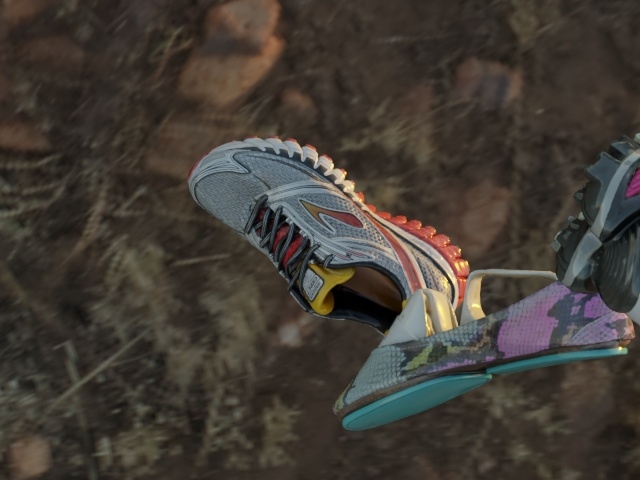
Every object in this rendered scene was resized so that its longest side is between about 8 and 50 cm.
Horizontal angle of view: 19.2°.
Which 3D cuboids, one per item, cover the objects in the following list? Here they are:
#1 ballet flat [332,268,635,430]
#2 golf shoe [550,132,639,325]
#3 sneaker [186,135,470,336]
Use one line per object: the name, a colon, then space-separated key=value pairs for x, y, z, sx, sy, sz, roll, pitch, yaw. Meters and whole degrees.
ballet flat: x=0.099 y=0.061 z=1.227 sx=0.077 sy=0.221 sz=0.079 roll=5 pitch=69 yaw=-54
golf shoe: x=0.230 y=-0.037 z=0.911 sx=0.120 sy=0.105 sz=0.273 roll=39 pitch=60 yaw=19
sneaker: x=0.000 y=0.000 z=1.405 sx=0.225 sy=0.088 sz=0.093 roll=28 pitch=41 yaw=8
